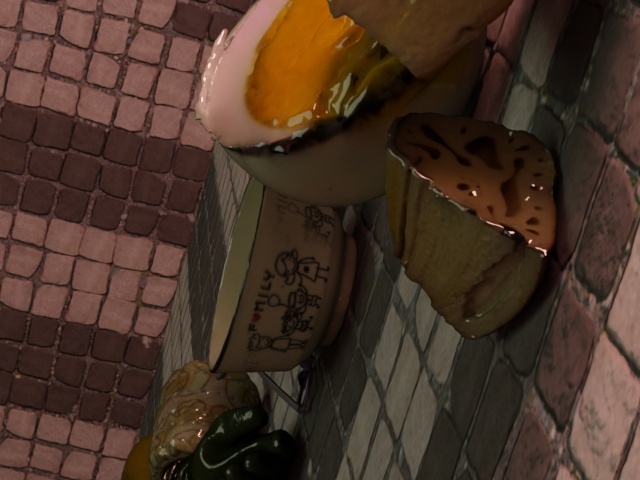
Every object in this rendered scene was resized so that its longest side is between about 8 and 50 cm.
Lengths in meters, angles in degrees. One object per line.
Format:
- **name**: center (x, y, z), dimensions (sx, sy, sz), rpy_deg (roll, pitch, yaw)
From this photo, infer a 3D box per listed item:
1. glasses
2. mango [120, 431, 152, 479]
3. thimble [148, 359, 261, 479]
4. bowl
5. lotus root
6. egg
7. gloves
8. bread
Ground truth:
- **glasses**: center (-0.061, 0.134, 1.656), dimensions (0.140, 0.104, 0.062), rpy_deg (-83, 10, -47)
- **mango**: center (-0.215, 0.393, 2.064), dimensions (0.331, 0.142, 0.195), rpy_deg (-105, 25, -64)
- **thimble**: center (-0.152, 0.261, 1.901), dimensions (0.190, 0.137, 0.143), rpy_deg (98, 178, -53)
- **bowl**: center (-0.038, 0.041, 1.583), dimensions (0.238, 0.126, 0.238), rpy_deg (-167, 90, -80)
- **lotus root**: center (0.109, -0.017, 1.006), dimensions (0.159, 0.095, 0.135), rpy_deg (51, 149, 23)
- **egg**: center (0.050, -0.146, 1.265), dimensions (0.286, 0.174, 0.264), rpy_deg (-37, 38, 20)
- **gloves**: center (-0.100, 0.268, 1.682), dimensions (0.268, 0.107, 0.135), rpy_deg (-33, 64, 59)
- **bread**: center (0.103, -0.254, 1.022), dimensions (0.239, 0.111, 0.246), rpy_deg (-45, 20, 18)
